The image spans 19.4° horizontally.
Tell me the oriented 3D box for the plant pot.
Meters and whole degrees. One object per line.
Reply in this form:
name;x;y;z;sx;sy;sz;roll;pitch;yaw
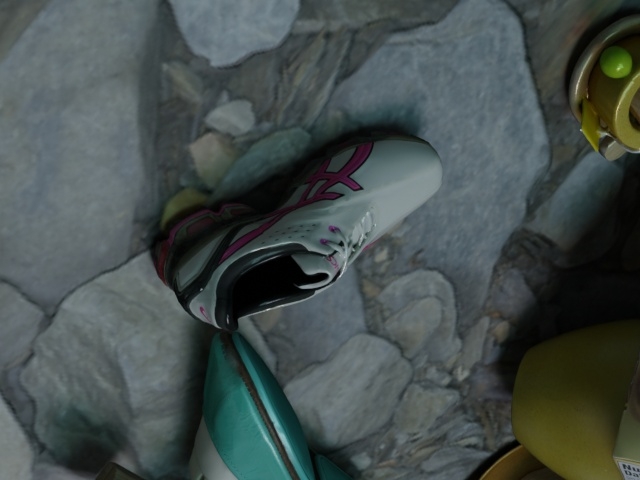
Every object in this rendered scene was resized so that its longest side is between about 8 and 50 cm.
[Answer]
plant pot;0.187;0.114;1.292;0.134;0.095;0.134;7;90;-67

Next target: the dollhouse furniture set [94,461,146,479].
dollhouse furniture set;-0.118;0.332;1.138;0.355;0.174;0.303;35;98;-26

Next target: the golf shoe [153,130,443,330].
golf shoe;0.000;0.000;1.105;0.186;0.086;0.067;-27;132;-16

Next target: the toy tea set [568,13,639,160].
toy tea set;0.316;-0.060;1.241;0.200;0.124;0.336;-45;135;3

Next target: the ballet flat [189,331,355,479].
ballet flat;-0.033;0.156;1.206;0.087;0.083;0.247;-28;134;8

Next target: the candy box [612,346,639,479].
candy box;0.288;0.132;1.295;0.316;0.088;0.182;56;47;-56

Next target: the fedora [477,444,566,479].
fedora;0.182;0.240;1.376;0.194;0.079;0.194;-6;106;-22
